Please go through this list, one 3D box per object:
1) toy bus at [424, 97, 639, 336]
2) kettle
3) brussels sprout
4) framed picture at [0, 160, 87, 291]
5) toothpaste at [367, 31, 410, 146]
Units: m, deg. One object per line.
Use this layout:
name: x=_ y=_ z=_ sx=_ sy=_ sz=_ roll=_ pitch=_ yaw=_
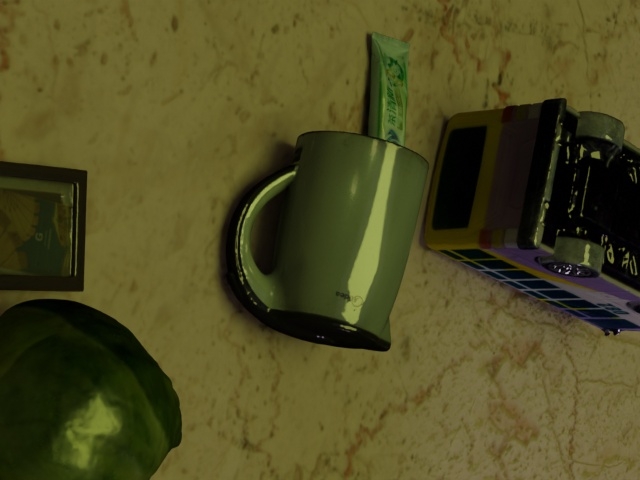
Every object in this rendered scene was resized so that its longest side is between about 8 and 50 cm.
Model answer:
toy bus: x=0.364 y=-0.016 z=2.243 sx=0.440 sy=0.249 sz=0.209 roll=23 pitch=72 yaw=-40
kettle: x=0.000 y=0.000 z=1.913 sx=0.221 sy=0.161 sz=0.236 roll=16 pitch=78 yaw=-19
brussels sprout: x=-0.241 y=0.170 z=1.582 sx=0.210 sy=0.219 sz=0.271 roll=-66 pitch=156 yaw=-2
framed picture: x=-0.305 y=-0.014 z=1.644 sx=0.168 sy=0.023 sz=0.127 roll=4 pitch=87 yaw=-49
toothpaste: x=0.081 y=-0.114 z=2.076 sx=0.075 sy=0.048 sz=0.296 roll=13 pitch=76 yaw=-45
